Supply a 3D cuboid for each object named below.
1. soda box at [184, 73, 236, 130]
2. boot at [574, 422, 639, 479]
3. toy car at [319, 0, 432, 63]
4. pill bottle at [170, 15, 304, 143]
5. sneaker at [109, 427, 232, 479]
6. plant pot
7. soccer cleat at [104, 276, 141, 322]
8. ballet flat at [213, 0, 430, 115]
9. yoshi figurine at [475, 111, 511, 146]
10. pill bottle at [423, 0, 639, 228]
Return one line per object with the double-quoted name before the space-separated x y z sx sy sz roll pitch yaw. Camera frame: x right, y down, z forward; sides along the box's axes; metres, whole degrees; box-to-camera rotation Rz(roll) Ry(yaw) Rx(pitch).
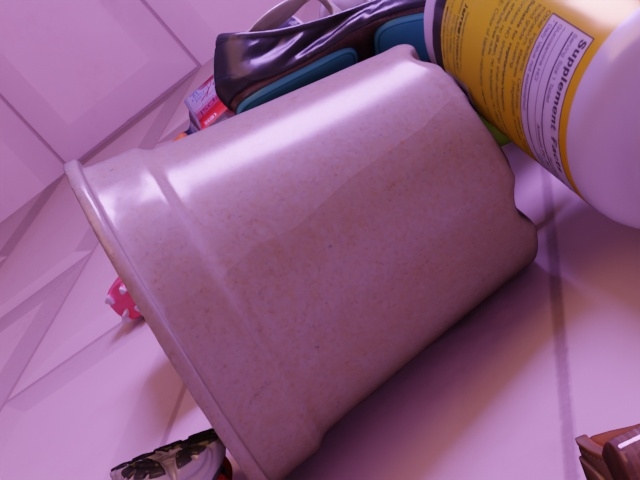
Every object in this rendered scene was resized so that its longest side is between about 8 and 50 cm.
"soda box" -0.016 -0.072 1.263 0.092 0.263 0.083 -42 33 6
"boot" 0.222 0.114 0.659 0.152 0.073 0.197 -18 -13 -1
"toy car" 0.081 -0.188 1.248 0.159 0.136 0.182 -28 -40 -45
"pill bottle" -0.087 -0.177 1.674 0.246 0.130 0.130 -42 18 0
"sneaker" -0.113 0.229 1.040 0.107 0.118 0.279 -20 -4 -6
"plant pot" 0.000 0.000 1.061 0.305 0.334 0.334 -32 17 -5
"soccer cleat" -0.205 0.034 1.740 0.248 0.083 0.095 -32 15 34
"ballet flat" 0.032 -0.197 1.124 0.280 0.096 0.095 -19 -17 -7
"yoshi figurine" 0.245 -0.268 1.326 0.203 0.203 0.362 -3 48 48
"pill bottle" 0.229 -0.126 0.924 0.188 0.188 0.334 -41 38 1
